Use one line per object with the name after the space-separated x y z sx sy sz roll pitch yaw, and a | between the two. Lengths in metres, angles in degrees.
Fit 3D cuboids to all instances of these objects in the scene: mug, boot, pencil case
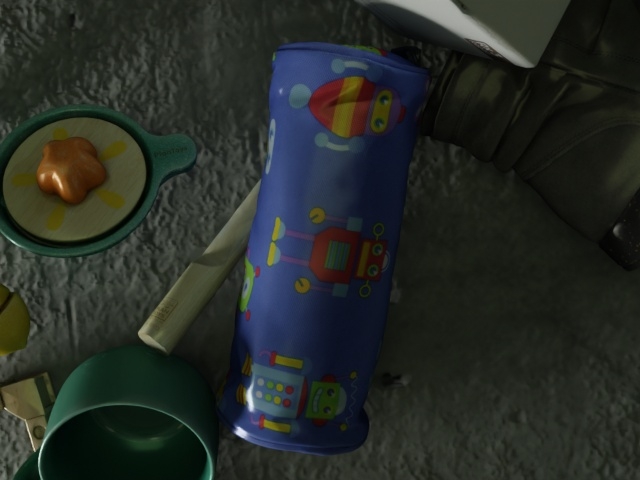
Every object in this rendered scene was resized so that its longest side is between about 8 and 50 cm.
-0.157 0.145 0.799 0.158 0.097 0.129 5 119 -4 | mug
0.240 -0.167 0.746 0.223 0.118 0.338 39 91 11 | boot
0.000 0.000 0.767 0.119 0.133 0.306 7 99 -18 | pencil case

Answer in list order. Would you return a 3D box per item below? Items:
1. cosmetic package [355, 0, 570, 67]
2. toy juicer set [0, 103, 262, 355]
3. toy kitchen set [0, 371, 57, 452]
0.120 -0.334 0.667 0.156 0.217 0.385 30 91 48 | cosmetic package
-0.195 -0.012 0.778 0.329 0.089 0.209 11 64 6 | toy juicer set
-0.263 0.157 0.842 0.083 0.068 0.075 -17 90 8 | toy kitchen set
